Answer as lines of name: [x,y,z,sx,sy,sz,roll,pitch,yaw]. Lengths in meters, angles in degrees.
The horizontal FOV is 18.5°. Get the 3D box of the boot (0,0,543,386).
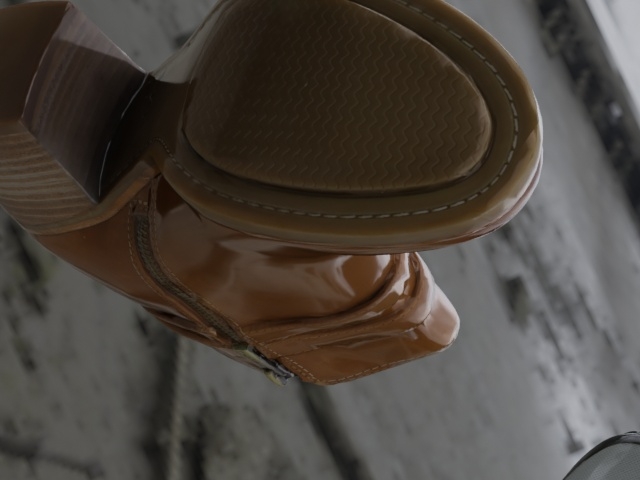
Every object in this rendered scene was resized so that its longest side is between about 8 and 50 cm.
boot: [0.000,0.000,0.767,0.220,0.283,0.109,45,56,-44]

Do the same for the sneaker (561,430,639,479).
sneaker: [0.136,0.196,0.985,0.108,0.100,0.271,98,17,-46]
